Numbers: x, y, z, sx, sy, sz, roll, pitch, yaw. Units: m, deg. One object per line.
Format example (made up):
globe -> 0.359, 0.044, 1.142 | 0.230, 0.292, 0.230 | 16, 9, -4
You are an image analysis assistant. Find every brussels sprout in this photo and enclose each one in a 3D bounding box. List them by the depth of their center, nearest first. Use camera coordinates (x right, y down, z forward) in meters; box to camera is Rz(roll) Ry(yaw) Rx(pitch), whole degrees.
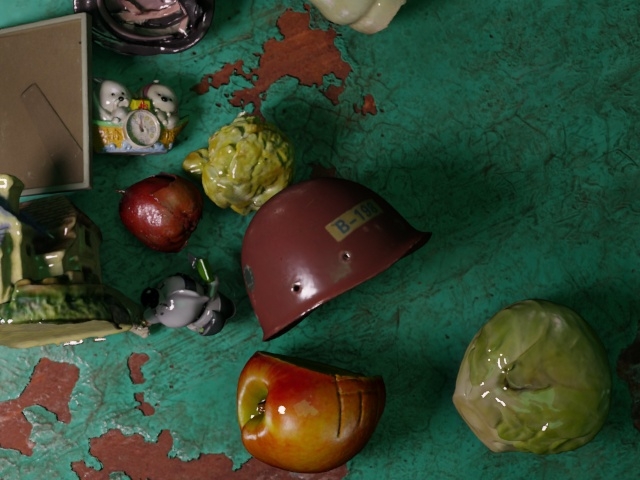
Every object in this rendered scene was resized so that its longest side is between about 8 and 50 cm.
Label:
brussels sprout -> 0.430, 0.277, 1.697 | 0.327, 0.247, 0.328 | 4, 65, -9

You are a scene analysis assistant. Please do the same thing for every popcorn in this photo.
popcorn -> -0.156, -0.146, 1.627 | 0.198, 0.212, 0.198 | -1, 91, -58

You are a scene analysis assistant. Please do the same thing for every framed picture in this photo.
framed picture -> -0.517, -0.240, 1.549 | 0.240, 0.020, 0.324 | -6, 83, 19

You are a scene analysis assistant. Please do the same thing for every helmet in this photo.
helmet -> 0.000, 0.000, 1.567 | 0.385, 0.337, 0.230 | -31, 86, -35
helmet -> -0.327, -0.461, 1.625 | 0.253, 0.154, 0.198 | 7, 120, -5

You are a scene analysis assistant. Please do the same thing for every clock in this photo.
clock -> -0.349, -0.233, 1.604 | 0.231, 0.103, 0.144 | -4, 92, -40

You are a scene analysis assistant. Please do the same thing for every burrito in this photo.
burrito -> -0.394, 0.117, 1.593 | 0.188, 0.045, 0.058 | 32, 64, -6

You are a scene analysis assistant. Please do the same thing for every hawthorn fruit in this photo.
hawthorn fruit -> -0.305, -0.061, 1.594 | 0.172, 0.148, 0.148 | 26, 77, 6

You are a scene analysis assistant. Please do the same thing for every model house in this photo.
model house -> -0.472, 0.036, 1.427 | 0.261, 0.321, 0.266 | -11, 77, 5

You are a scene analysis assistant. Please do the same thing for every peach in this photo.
peach -> -0.014, 0.313, 1.586 | 0.274, 0.248, 0.245 | 3, 118, -27

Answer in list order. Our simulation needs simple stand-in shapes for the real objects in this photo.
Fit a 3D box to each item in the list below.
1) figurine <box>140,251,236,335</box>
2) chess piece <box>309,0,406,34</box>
figurine -> -0.247, 0.115, 1.583 | 0.192, 0.147, 0.126 | 16, 46, -45
chess piece -> -0.057, -0.566, 1.623 | 0.442, 0.234, 0.234 | 14, 80, -24
